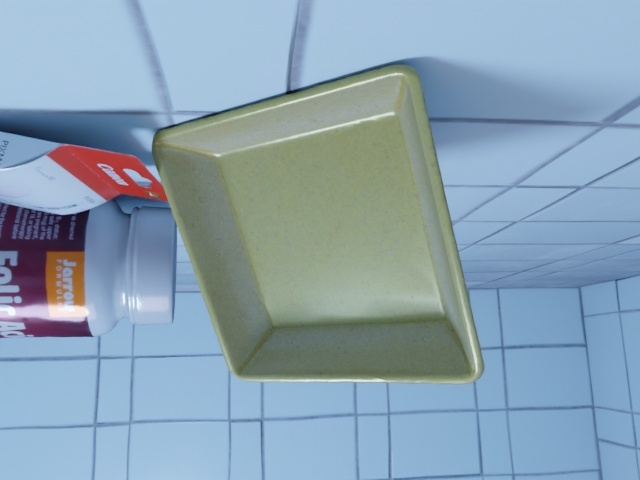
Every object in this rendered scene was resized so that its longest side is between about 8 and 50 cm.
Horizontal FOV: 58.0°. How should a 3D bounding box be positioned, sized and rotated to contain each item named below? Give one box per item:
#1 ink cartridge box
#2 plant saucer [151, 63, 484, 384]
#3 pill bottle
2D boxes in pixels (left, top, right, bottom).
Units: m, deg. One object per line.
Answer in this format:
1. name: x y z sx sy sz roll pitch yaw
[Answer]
1. ink cartridge box: -0.311 -0.068 0.684 0.232 0.066 0.189 15 169 3
2. plant saucer: 0.000 0.000 0.660 0.333 0.333 0.081 -7 -163 29
3. pill bottle: -0.425 0.038 0.888 0.392 0.224 0.224 1 169 -12
